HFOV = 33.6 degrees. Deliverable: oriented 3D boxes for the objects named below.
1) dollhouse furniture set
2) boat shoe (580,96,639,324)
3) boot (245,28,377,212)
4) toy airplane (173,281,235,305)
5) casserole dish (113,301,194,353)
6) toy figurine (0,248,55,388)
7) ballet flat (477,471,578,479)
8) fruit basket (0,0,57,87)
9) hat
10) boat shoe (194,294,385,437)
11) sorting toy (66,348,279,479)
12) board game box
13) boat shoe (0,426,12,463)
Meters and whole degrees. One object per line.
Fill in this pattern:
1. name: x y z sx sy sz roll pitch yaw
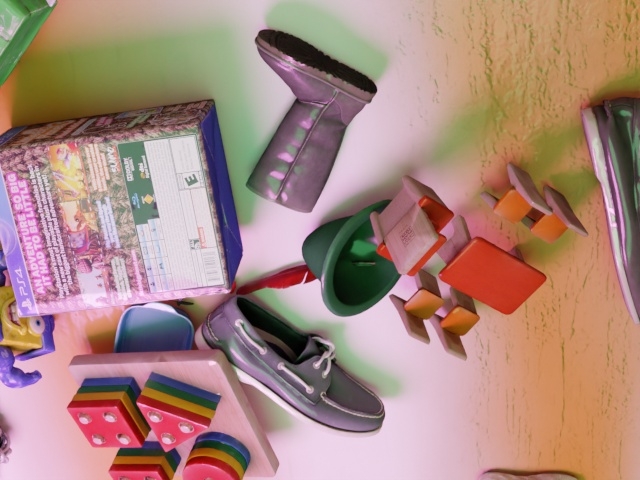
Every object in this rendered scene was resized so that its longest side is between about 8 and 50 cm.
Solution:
1. dollhouse furniture set: 0.196 0.029 1.420 0.259 0.135 0.262 27 115 -32
2. boat shoe: 0.433 -0.035 1.432 0.096 0.112 0.335 -13 114 14
3. boot: -0.045 -0.155 1.413 0.190 0.076 0.208 29 122 -11
4. toy airplane: -0.187 0.035 1.535 0.151 0.028 0.151 1 119 1
5. casserole dish: -0.253 0.164 1.602 0.114 0.037 0.188 12 119 -5
6. toy figurine: -0.482 0.094 1.524 0.191 0.217 0.362 -23 72 29
7. ballet flat: 0.336 0.406 1.705 0.168 0.052 0.057 1 118 1
8. fruit basket: -0.523 -0.316 1.283 0.353 0.165 0.327 37 113 -13
9. hat: 0.000 0.000 1.512 0.208 0.183 0.173 -34 134 -28
10. boat shoe: -0.026 0.185 1.562 0.319 0.116 0.099 30 116 -12
11. sorting toy: -0.227 0.287 1.579 0.256 0.089 0.257 -5 128 23
12. board game box: -0.270 -0.044 1.412 0.291 0.141 0.232 -7 109 5
13. boat shoe: -0.539 0.320 1.652 0.105 0.113 0.306 5 110 15
